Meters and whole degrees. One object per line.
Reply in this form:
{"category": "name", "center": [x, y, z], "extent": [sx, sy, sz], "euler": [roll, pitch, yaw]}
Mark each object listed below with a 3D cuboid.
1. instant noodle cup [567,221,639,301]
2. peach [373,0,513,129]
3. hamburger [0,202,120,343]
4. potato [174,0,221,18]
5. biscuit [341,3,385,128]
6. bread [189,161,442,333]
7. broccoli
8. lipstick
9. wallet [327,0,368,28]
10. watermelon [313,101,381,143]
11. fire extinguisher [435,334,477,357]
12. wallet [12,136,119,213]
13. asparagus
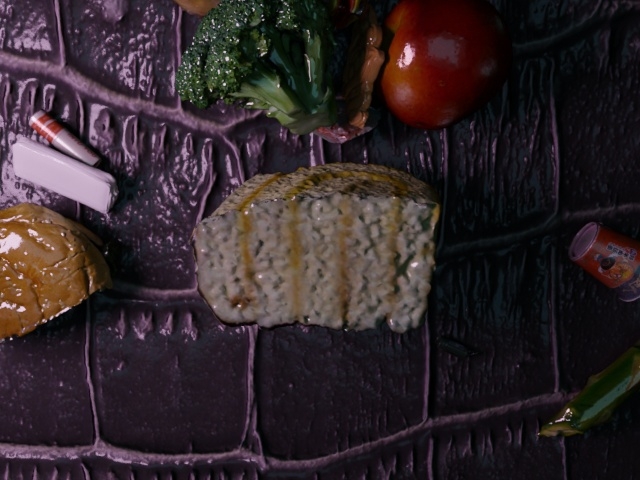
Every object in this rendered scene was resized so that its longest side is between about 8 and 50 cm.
{"category": "instant noodle cup", "center": [0.565, 0.032, 1.107], "extent": [0.135, 0.127, 0.127], "euler": [30, 96, -1]}
{"category": "peach", "center": [0.210, -0.303, 0.974], "extent": [0.243, 0.199, 0.244], "euler": [-3, 109, -9]}
{"category": "hamburger", "center": [-0.524, 0.044, 1.008], "extent": [0.308, 0.132, 0.211], "euler": [-21, 103, 1]}
{"category": "potato", "center": [-0.142, -0.512, 0.887], "extent": [0.300, 0.237, 0.289], "euler": [6, 100, -6]}
{"category": "biscuit", "center": [0.069, -0.309, 0.988], "extent": [0.035, 0.162, 0.251], "euler": [12, 68, -19]}
{"category": "bread", "center": [-0.009, -0.002, 0.988], "extent": [0.394, 0.264, 0.240], "euler": [0, 112, -4]}
{"category": "broccoli", "center": [-0.080, -0.280, 0.917], "extent": [0.294, 0.265, 0.246], "euler": [-14, 70, -40]}
{"category": "lipstick", "center": [-0.455, -0.176, 1.020], "extent": [0.130, 0.038, 0.038], "euler": [41, 94, -11]}
{"category": "wallet", "center": [0.073, -0.479, 0.956], "extent": [0.067, 0.141, 0.242], "euler": [18, 95, -11]}
{"category": "watermelon", "center": [0.015, -0.218, 1.033], "extent": [0.180, 0.094, 0.081], "euler": [12, 103, 11]}
{"category": "fire extinguisher", "center": [0.273, 0.220, 1.158], "extent": [0.083, 0.025, 0.038], "euler": [23, 135, -8]}
{"category": "wallet", "center": [-0.451, -0.113, 1.015], "extent": [0.189, 0.033, 0.095], "euler": [24, 139, -6]}
{"category": "asparagus", "center": [0.592, 0.307, 1.172], "extent": [0.343, 0.085, 0.082], "euler": [-40, 125, 1]}
